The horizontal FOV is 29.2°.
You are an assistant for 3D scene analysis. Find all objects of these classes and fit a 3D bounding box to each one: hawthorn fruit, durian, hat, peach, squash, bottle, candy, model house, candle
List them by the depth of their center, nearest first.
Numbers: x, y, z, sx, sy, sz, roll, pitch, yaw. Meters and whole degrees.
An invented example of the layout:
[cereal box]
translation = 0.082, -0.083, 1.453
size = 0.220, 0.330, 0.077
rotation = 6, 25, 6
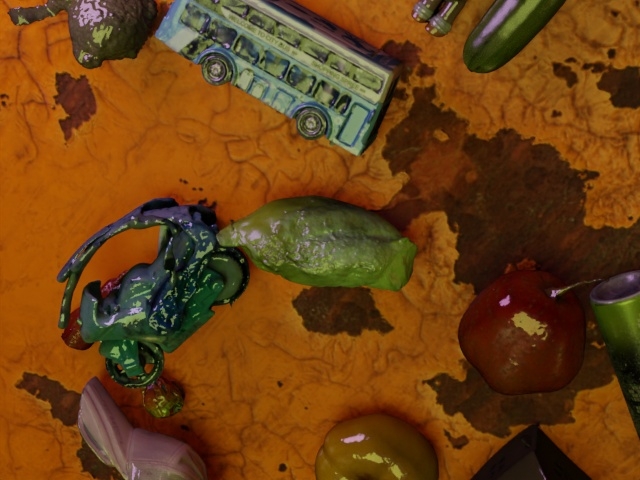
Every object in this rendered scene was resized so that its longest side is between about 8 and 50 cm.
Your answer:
[squash]
translation = 0.256, -0.293, 1.439
size = 0.066, 0.066, 0.252
rotation = 37, 115, -1
[hawthorn fruit]
translation = 0.265, 0.097, 1.528
size = 0.162, 0.163, 0.203
rotation = 22, 134, 6
[bottle]
translation = 0.438, 0.203, 1.567
size = 0.093, 0.093, 0.330
rotation = -17, 105, 20
[durian]
translation = 0.000, 0.000, 1.582
size = 0.250, 0.139, 0.101
rotation = 16, 108, 8
[model house]
translation = 0.273, 0.415, 1.610
size = 0.204, 0.243, 0.211
rotation = 41, 115, -2
[peach]
translation = 0.074, 0.325, 1.707
size = 0.179, 0.103, 0.179
rotation = 4, 111, 10
[candle]
translation = -0.318, 0.096, 1.753
size = 0.053, 0.048, 0.162
rotation = 48, 116, 12
[candy]
translation = -0.275, 0.180, 1.756
size = 0.060, 0.060, 0.201
rotation = -37, 105, 24
[hat]
translation = -0.249, 0.294, 1.774
size = 0.164, 0.219, 0.226
rotation = -14, 81, -6

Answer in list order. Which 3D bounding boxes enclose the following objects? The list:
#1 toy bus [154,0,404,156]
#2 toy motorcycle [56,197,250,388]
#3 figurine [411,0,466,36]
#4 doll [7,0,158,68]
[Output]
[toy bus]
translation = -0.047, -0.228, 1.527
size = 0.297, 0.106, 0.131
rotation = 29, 111, 4
[toy motorcycle]
translation = -0.232, 0.064, 1.651
size = 0.260, 0.154, 0.206
rotation = -43, 110, 9
[figurine]
translation = 0.171, -0.328, 1.434
size = 0.147, 0.093, 0.197
rotation = 44, 117, 16
[doll]
translation = -0.336, -0.350, 1.567
size = 0.285, 0.091, 0.203
rotation = 27, 82, -8
